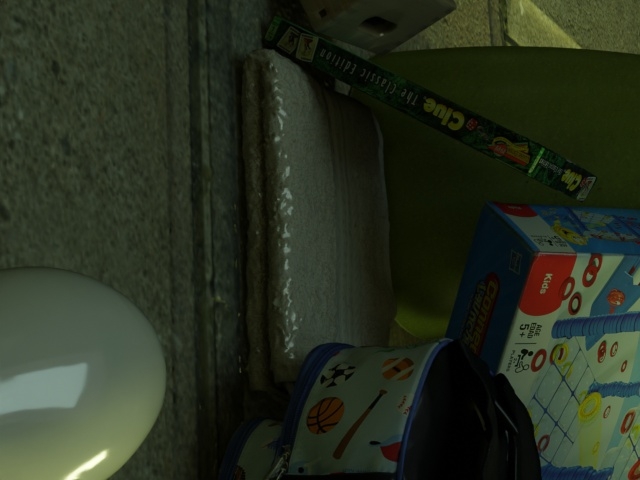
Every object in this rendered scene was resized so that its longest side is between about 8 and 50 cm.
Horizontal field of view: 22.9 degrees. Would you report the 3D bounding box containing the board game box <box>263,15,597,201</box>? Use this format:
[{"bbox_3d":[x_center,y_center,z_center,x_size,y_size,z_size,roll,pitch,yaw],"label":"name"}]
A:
[{"bbox_3d":[0.088,-0.106,1.271,0.136,0.260,0.030,11,106,-60],"label":"board game box"}]

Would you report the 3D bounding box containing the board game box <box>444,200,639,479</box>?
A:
[{"bbox_3d":[0.242,0.127,1.324,0.302,0.086,0.308,1,117,-26],"label":"board game box"}]

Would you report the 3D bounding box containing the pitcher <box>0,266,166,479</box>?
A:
[{"bbox_3d":[-0.178,0.106,0.808,0.207,0.125,0.177,-9,104,-53],"label":"pitcher"}]

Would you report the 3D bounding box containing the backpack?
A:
[{"bbox_3d":[0.050,0.204,1.108,0.276,0.213,0.263,55,47,-52],"label":"backpack"}]

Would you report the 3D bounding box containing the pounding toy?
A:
[{"bbox_3d":[-0.001,-0.271,1.313,0.181,0.094,0.206,6,56,-62],"label":"pounding toy"}]

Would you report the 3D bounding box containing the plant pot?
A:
[{"bbox_3d":[0.213,-0.065,1.430,0.275,0.294,0.274,32,53,-57],"label":"plant pot"}]

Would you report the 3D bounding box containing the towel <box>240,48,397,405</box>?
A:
[{"bbox_3d":[0.000,0.000,1.261,0.187,0.049,0.282,23,61,-60],"label":"towel"}]
